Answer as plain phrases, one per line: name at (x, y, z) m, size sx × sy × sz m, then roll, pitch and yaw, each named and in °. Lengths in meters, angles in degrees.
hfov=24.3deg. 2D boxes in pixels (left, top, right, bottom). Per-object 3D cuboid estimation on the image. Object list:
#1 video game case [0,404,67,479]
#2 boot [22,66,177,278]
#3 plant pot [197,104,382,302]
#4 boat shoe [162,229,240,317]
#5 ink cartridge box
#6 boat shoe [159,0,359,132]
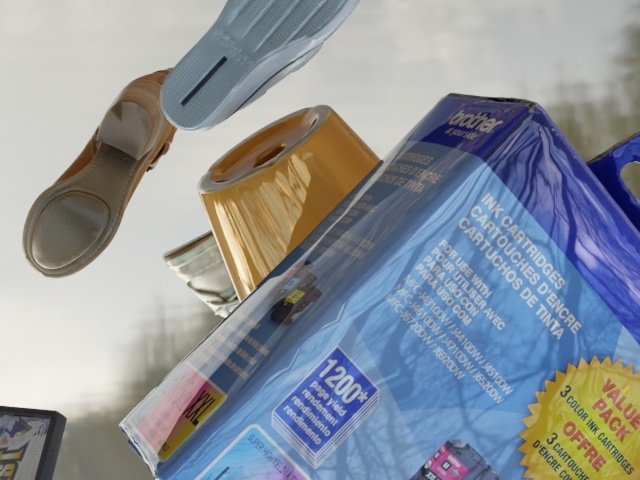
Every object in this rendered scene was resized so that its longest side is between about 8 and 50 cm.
video game case at (-0.438, 0.318, 1.707) m, size 0.248 × 0.275 × 0.035 m, roll 3°, pitch 157°, yaw 20°
boot at (-0.265, -0.095, 1.892) m, size 0.109 × 0.283 × 0.220 m, roll 28°, pitch -159°, yaw -1°
plant pot at (0.000, 0.000, 1.225) m, size 0.205 × 0.188 × 0.205 m, roll -29°, pitch -162°, yaw 11°
boat shoe at (-0.106, 0.037, 1.789) m, size 0.109 × 0.098 × 0.302 m, roll -25°, pitch 175°, yaw 6°
ink cartridge box at (0.100, 0.086, 1.009) m, size 0.270 × 0.395 × 0.151 m, roll 48°, pitch 170°, yaw -19°
boat shoe at (-0.039, -0.175, 1.199) m, size 0.226 × 0.083 × 0.076 m, roll -36°, pitch 176°, yaw 25°
